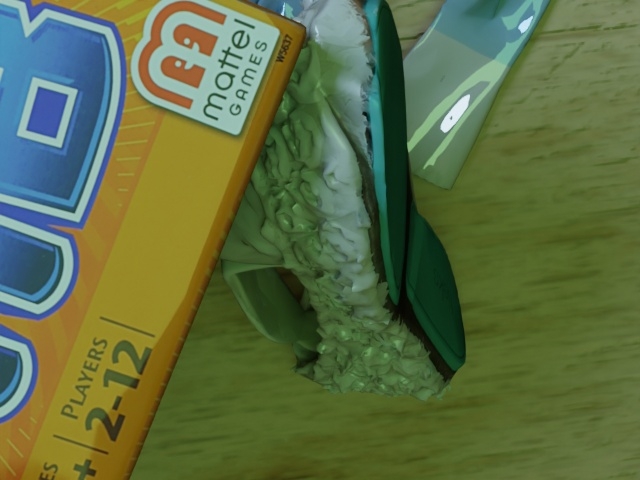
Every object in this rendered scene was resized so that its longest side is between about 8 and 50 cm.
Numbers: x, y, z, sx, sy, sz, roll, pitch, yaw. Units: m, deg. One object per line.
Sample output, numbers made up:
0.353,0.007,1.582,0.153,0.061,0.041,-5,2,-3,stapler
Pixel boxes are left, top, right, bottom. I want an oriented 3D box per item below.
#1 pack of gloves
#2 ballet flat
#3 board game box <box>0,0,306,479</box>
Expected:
0.059,-0.166,1.170,0.195,0.046,0.232,24,101,-19,pack of gloves
0.000,0.000,1.071,0.147,0.409,0.147,-4,63,9,ballet flat
-0.262,-0.027,0.988,0.356,0.356,0.356,20,96,-14,board game box
